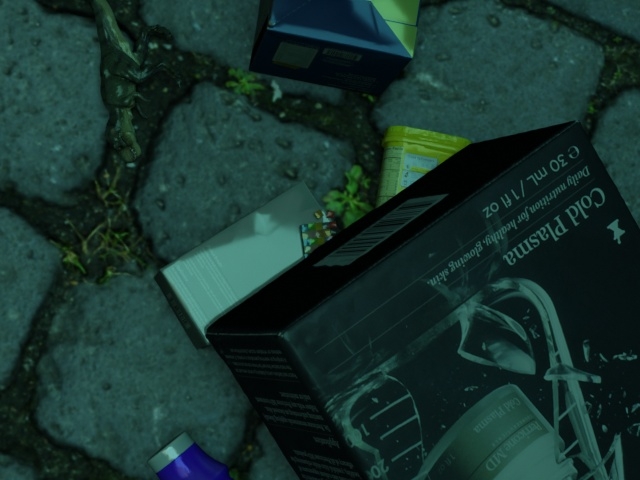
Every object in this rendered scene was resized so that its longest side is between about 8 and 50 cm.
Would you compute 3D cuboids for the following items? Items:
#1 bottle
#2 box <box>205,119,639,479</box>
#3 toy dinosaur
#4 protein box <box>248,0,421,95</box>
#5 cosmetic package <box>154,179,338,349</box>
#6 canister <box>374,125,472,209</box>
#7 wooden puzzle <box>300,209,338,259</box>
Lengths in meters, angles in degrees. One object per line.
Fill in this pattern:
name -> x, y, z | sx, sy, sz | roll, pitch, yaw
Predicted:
bottle -> -0.115, 0.379, 1.813 | 0.092, 0.118, 0.283 | -38, 89, -12
box -> 0.200, 0.178, 1.750 | 0.480, 0.297, 0.471 | -35, 101, -20
toy dinosaur -> -0.258, -0.248, 1.912 | 0.118, 0.064, 0.268 | -12, 81, -5
protein box -> 0.019, -0.302, 1.893 | 0.200, 0.201, 0.136 | 10, 80, -8
cosmetic package -> -0.093, 0.034, 1.878 | 0.238, 0.107, 0.127 | -31, 89, -16
canister -> 0.139, -0.065, 1.946 | 0.126, 0.073, 0.170 | 11, 81, -8
wooden puzzle -> 0.000, 0.000, 1.845 | 0.049, 0.006, 0.083 | -7, 86, -14
